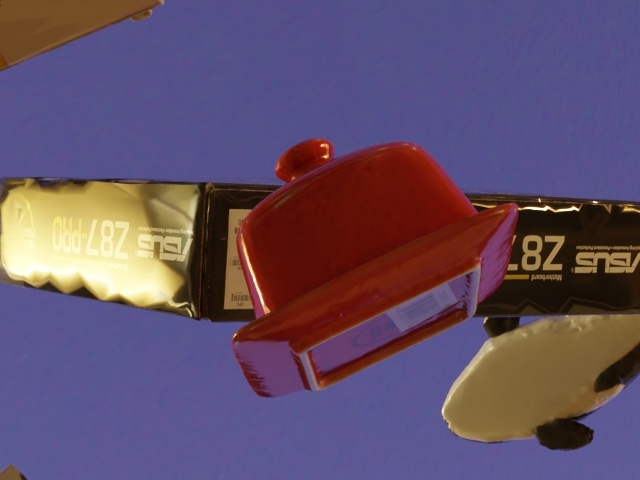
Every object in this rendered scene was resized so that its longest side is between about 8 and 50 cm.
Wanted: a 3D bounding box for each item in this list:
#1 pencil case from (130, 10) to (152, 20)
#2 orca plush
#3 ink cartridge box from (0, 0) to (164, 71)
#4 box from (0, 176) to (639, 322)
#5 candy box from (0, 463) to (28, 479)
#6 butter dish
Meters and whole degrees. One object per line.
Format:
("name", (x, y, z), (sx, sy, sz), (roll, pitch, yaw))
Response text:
("pencil case", (-0.340, -0.252, 1.219), (0.410, 0.160, 0.183), (-8, -60, -23))
("orca plush", (0.242, 0.092, 1.340), (0.151, 0.102, 0.287), (45, -64, 18))
("ink cartridge box", (-0.251, -0.210, 0.835), (0.270, 0.197, 0.198), (-21, -54, 9))
("box", (0.000, 0.000, 1.076), (0.318, 0.395, 0.097), (9, -83, 54))
("candy box", (-0.326, 0.314, 1.265), (0.071, 0.159, 0.233), (41, -40, 7))
("butter dish", (0.013, -0.001, 0.769), (0.160, 0.160, 0.118), (-25, -108, -4))
